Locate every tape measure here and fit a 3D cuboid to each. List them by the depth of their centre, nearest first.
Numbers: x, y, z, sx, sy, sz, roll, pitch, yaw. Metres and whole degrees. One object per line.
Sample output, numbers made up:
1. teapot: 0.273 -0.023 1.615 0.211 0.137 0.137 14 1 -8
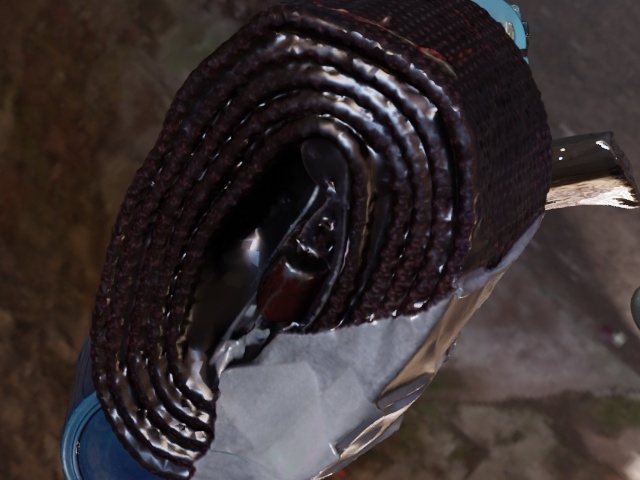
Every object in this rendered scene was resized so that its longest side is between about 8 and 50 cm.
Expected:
1. tape measure: 0.216 -0.267 1.831 0.146 0.125 0.081 1 175 -23

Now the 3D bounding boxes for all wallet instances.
1. wallet: 0.136 -0.047 1.410 0.378 0.051 0.197 -7 167 19

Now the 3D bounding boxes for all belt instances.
1. belt: 0.000 0.000 0.720 0.184 0.289 0.164 37 -151 8

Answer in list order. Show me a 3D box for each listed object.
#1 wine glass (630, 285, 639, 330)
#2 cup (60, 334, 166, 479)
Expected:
1. wine glass: 0.355 0.087 1.394 0.066 0.066 0.198 43 -170 -4
2. cup: -0.102 0.104 0.906 0.113 0.150 0.138 42 -171 -13
